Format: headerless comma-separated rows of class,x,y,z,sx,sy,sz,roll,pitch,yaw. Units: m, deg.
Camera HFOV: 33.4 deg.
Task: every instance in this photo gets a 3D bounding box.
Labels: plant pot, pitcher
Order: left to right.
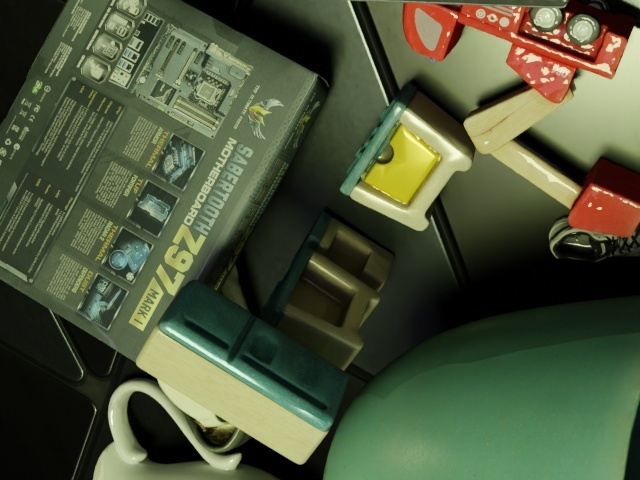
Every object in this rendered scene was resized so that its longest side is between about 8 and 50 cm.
pitcher,-0.106,0.221,0.918,0.207,0.125,0.178,13,105,29
plant pot,0.145,0.177,0.696,0.235,0.293,0.293,-2,116,40

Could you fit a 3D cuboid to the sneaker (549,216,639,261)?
sneaker,0.195,0.003,0.718,0.083,0.037,0.032,-4,113,22

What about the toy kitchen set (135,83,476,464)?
toy kitchen set,0.000,0.000,0.689,0.122,0.207,0.166,31,123,-3

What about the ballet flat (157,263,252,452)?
ballet flat,-0.106,0.044,0.828,0.095,0.096,0.280,-13,110,30

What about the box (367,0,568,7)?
box,0.029,-0.221,0.593,0.247,0.163,0.142,7,122,19

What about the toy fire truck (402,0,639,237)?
toy fire truck,0.135,-0.095,0.686,0.192,0.047,0.135,23,124,11

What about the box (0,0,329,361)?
box,-0.128,-0.053,0.744,0.183,0.059,0.233,29,94,9
